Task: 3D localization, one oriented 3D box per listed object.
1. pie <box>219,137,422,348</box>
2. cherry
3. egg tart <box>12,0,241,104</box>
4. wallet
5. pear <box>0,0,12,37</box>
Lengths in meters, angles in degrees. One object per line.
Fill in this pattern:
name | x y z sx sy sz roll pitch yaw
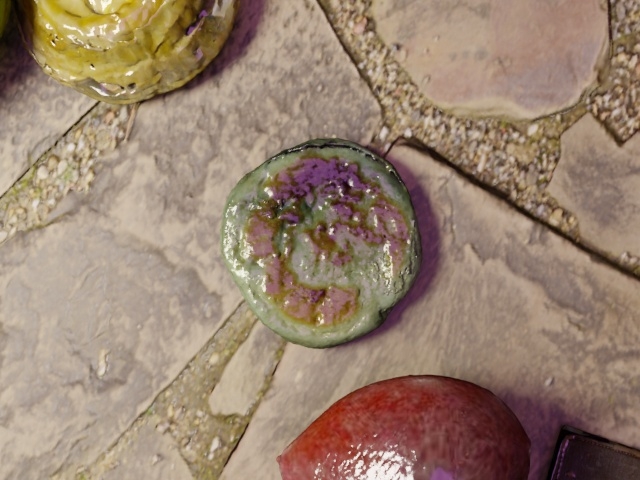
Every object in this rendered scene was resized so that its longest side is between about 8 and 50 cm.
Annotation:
pie | 0.000 0.000 0.890 0.240 0.054 0.240 0 86 -2
cherry | 0.092 0.251 0.816 0.239 0.206 0.239 -3 84 34
egg tart | -0.227 -0.291 0.880 0.279 0.095 0.279 0 87 4
wallet | 0.363 0.300 0.892 0.232 0.031 0.122 18 83 -2
pear | -0.478 -0.206 0.846 0.238 0.164 0.255 23 95 -12
